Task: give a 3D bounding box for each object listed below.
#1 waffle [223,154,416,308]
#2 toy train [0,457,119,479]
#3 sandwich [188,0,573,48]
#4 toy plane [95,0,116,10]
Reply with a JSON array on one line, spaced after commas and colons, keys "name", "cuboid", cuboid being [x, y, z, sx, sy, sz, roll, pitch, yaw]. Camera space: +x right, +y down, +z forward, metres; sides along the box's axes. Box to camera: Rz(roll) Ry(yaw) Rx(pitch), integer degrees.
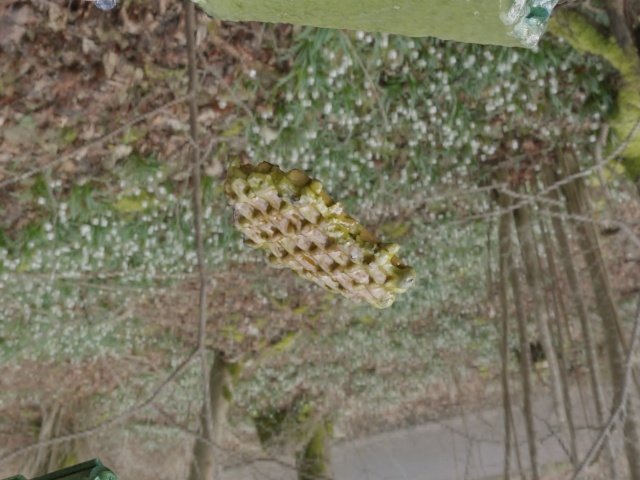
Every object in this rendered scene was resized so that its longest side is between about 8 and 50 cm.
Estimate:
[{"name": "waffle", "cuboid": [-0.009, -0.005, 1.193, 0.300, 0.058, 0.281, 31, 158, 3]}, {"name": "toy train", "cuboid": [-0.242, 0.241, 0.723, 0.170, 0.111, 0.071, -21, 107, 21]}, {"name": "sandwich", "cuboid": [-0.007, -0.159, 0.295, 0.212, 0.063, 0.245, 13, 168, 28]}, {"name": "toy plane", "cuboid": [-0.365, -0.494, 1.551, 0.273, 0.182, 0.107, -17, 149, -25]}]
